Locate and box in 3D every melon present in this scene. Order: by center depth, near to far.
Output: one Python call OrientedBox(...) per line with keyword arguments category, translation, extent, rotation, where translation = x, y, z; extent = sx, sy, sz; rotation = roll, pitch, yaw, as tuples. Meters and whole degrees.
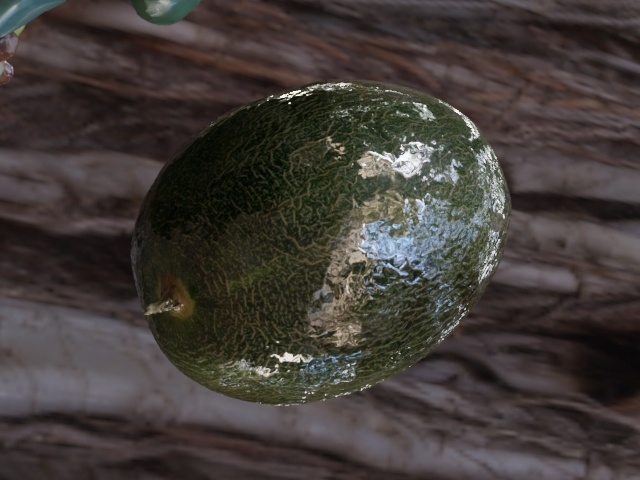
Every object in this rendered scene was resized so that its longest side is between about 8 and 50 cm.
OrientedBox(category="melon", translation=(0.000, 0.000, 0.587), extent=(0.114, 0.167, 0.114), rotation=(18, -63, 39))

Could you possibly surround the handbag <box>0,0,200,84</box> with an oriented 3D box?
OrientedBox(category="handbag", translation=(-0.116, -0.113, 0.611), extent=(0.269, 0.274, 0.100), rotation=(-13, -70, 24))
